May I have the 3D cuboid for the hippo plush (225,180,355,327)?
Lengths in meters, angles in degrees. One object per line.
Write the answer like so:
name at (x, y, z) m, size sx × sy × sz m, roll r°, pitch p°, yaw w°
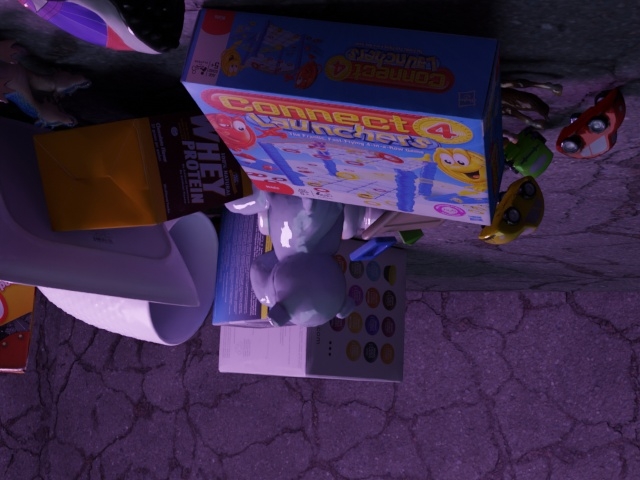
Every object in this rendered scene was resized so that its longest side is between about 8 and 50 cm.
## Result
hippo plush at (0.000, 0.000, 1.399) m, size 0.234 × 0.237 × 0.294 m, roll -13°, pitch -166°, yaw -29°

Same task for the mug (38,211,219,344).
mug at (-0.403, 0.076, 1.963) m, size 0.327 × 0.276 × 0.374 m, roll 10°, pitch 147°, yaw 22°

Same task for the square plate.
square plate at (-0.356, -0.059, 1.350) m, size 0.347 × 0.344 × 0.049 m, roll 12°, pitch 125°, yaw -44°

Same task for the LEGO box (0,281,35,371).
LEGO box at (-0.699, 0.008, 1.488) m, size 0.499 × 0.373 × 0.193 m, roll 5°, pitch 170°, yaw -15°

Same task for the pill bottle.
pill bottle at (0.004, -0.062, 1.588) m, size 0.208 × 0.118 × 0.117 m, roll 4°, pitch 171°, yaw 3°

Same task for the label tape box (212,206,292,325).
label tape box at (-0.088, 0.040, 1.828) m, size 0.115 × 0.249 × 0.347 m, roll 9°, pitch 169°, yaw -30°

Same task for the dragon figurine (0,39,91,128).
dragon figurine at (-0.416, -0.185, 1.094) m, size 0.289 × 0.085 × 0.144 m, roll 4°, pitch 170°, yaw -12°

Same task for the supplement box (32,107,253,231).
supplement box at (-0.228, -0.098, 1.236) m, size 0.191 × 0.129 × 0.194 m, roll -3°, pitch -169°, yaw 34°

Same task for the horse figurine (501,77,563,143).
horse figurine at (0.177, -0.152, 1.137) m, size 0.174 × 0.066 × 0.263 m, roll 4°, pitch 173°, yaw -14°

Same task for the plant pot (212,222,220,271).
plant pot at (-0.211, 0.040, 2.117) m, size 0.187 × 0.205 × 0.205 m, roll 17°, pitch 180°, yaw 35°

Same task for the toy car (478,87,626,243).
toy car at (0.285, -0.098, 1.206) m, size 0.053 × 0.239 × 0.225 m, roll 40°, pitch -170°, yaw -10°

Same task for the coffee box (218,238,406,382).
coffee box at (-0.017, 0.178, 2.362) m, size 0.334 × 0.338 × 0.338 m, roll 11°, pitch 167°, yaw -41°

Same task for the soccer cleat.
soccer cleat at (-0.221, -0.226, 0.742) m, size 0.116 × 0.109 × 0.318 m, roll 5°, pitch 174°, yaw 19°

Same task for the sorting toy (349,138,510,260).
sorting toy at (0.174, -0.073, 1.473) m, size 0.195 × 0.047 × 0.347 m, roll -11°, pitch 158°, yaw -40°

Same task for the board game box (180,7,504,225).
board game box at (0.042, -0.126, 1.039) m, size 0.308 × 0.086 × 0.302 m, roll 9°, pitch 164°, yaw 15°
